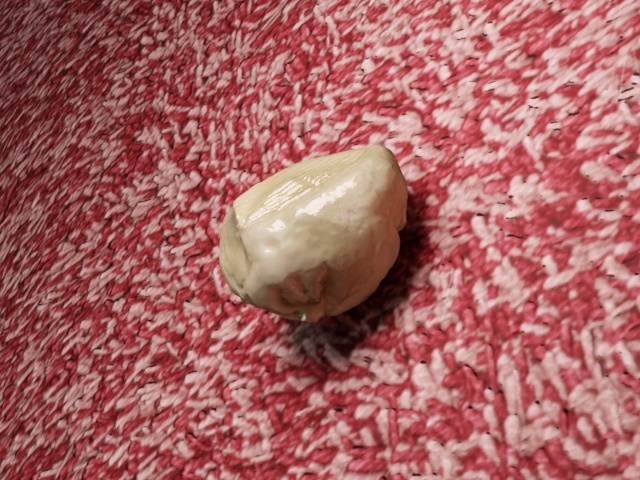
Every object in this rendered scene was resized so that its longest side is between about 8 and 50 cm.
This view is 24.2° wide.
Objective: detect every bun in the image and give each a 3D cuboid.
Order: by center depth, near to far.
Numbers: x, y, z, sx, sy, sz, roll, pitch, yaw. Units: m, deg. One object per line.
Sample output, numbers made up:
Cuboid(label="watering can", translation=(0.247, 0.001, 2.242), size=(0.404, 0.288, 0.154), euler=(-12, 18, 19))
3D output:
Cuboid(label="bun", translation=(0.000, 0.000, 1.566), size=(0.229, 0.145, 0.229), euler=(-25, 12, 6))
